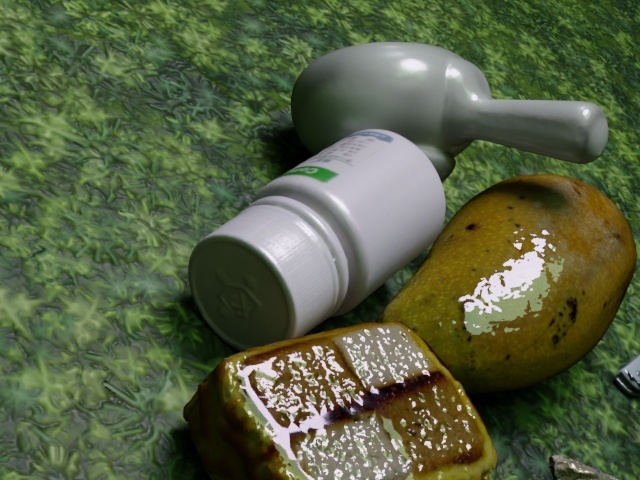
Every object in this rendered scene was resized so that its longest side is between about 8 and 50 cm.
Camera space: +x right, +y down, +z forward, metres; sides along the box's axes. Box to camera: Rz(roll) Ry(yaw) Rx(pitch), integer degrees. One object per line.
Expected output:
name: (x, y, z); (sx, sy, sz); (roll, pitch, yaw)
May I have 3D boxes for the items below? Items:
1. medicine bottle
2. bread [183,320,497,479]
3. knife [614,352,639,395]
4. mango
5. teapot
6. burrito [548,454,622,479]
medicine bottle: (0.000, 0.000, 0.965); (0.139, 0.139, 0.237); (42, 45, 11)
bread: (0.018, 0.155, 0.831); (0.222, 0.096, 0.181); (-8, 57, -40)
knife: (0.375, 0.136, 1.187); (0.162, 0.023, 0.044); (-20, 65, -48)
mango: (0.193, 0.043, 1.045); (0.176, 0.175, 0.329); (2, 23, 33)
teapot: (0.105, -0.125, 1.079); (0.220, 0.318, 0.149); (0, 85, -28)
burrito: (0.292, 0.264, 0.961); (0.229, 0.063, 0.058); (34, -4, -12)
